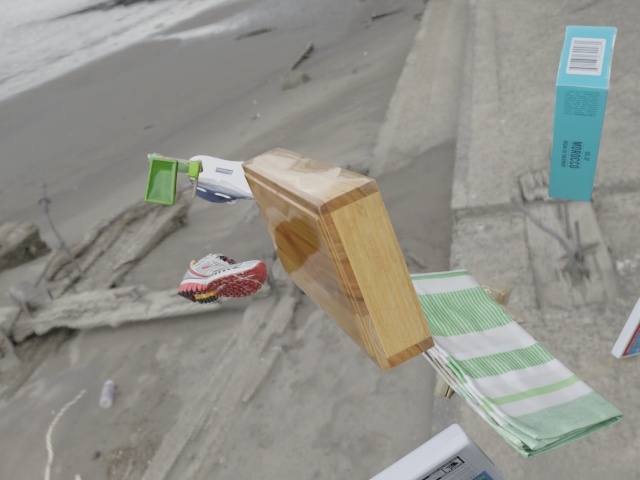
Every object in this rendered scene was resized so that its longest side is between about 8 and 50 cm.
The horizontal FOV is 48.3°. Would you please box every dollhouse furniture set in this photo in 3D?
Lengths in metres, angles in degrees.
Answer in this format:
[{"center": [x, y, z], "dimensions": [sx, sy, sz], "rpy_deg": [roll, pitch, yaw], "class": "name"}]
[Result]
[{"center": [0.294, 0.183, 1.244], "dimensions": [0.101, 0.181, 0.161], "rpy_deg": [22, 22, 24], "class": "dollhouse furniture set"}, {"center": [-0.203, -0.084, 0.974], "dimensions": [0.076, 0.058, 0.151], "rpy_deg": [8, 7, -7], "class": "dollhouse furniture set"}]

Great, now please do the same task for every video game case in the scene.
[{"center": [0.098, 0.394, 0.999], "dimensions": [0.329, 0.300, 0.036], "rpy_deg": [-35, 52, 4], "class": "video game case"}, {"center": [0.771, 0.153, 1.562], "dimensions": [0.285, 0.204, 0.025], "rpy_deg": [-4, 33, -33], "class": "video game case"}]

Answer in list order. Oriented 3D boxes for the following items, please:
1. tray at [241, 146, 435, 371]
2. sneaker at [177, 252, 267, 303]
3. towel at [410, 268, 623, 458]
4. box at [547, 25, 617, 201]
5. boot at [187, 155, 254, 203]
[{"center": [0.000, 0.000, 0.939], "dimensions": [0.076, 0.202, 0.411], "rpy_deg": [-26, 18, -12], "class": "tray"}, {"center": [-0.197, 0.061, 1.418], "dimensions": [0.225, 0.088, 0.092], "rpy_deg": [-10, 59, 37], "class": "sneaker"}, {"center": [0.235, 0.150, 0.992], "dimensions": [0.248, 0.038, 0.325], "rpy_deg": [-2, 36, -43], "class": "towel"}, {"center": [0.341, -0.159, 0.942], "dimensions": [0.060, 0.244, 0.100], "rpy_deg": [9, 63, 20], "class": "box"}, {"center": [-0.157, -0.102, 1.347], "dimensions": [0.190, 0.086, 0.069], "rpy_deg": [17, 60, 12], "class": "boot"}]
